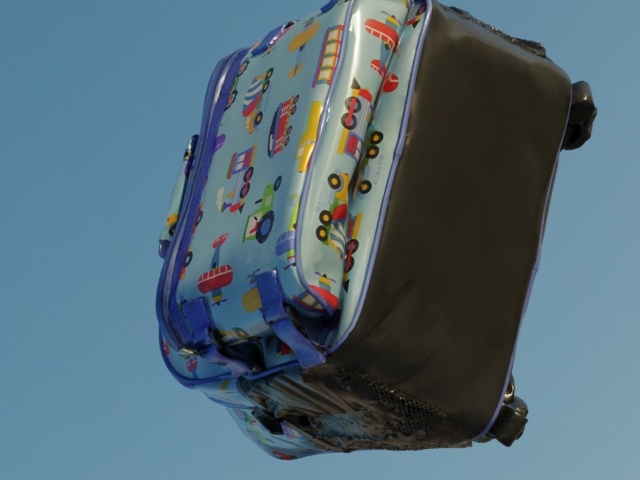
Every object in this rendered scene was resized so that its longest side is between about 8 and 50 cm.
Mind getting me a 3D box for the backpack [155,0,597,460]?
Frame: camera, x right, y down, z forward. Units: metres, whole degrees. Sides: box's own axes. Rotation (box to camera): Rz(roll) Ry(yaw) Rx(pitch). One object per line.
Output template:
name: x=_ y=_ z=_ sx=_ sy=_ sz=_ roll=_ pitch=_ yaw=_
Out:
backpack: x=0.000 y=0.000 z=0.684 sx=0.173 sy=0.117 sz=0.158 roll=-17 pitch=52 yaw=56
